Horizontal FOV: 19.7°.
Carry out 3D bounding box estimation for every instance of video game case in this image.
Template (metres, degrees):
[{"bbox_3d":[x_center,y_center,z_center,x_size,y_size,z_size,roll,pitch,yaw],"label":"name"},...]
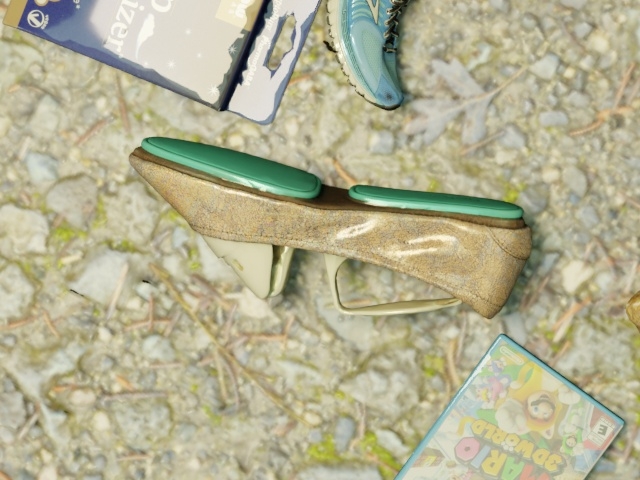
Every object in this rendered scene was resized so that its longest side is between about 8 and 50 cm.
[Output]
[{"bbox_3d":[0.141,0.173,1.438,0.119,0.015,0.166,36,97,3],"label":"video game case"}]

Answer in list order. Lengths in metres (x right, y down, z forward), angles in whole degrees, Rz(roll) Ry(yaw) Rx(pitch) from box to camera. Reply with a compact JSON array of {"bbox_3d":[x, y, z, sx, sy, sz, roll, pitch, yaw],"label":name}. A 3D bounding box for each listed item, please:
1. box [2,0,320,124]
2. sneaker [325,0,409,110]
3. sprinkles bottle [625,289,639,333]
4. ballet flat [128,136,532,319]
[{"bbox_3d":[-0.120,-0.191,1.437,0.225,0.036,0.136,22,95,4],"label":"box"},{"bbox_3d":[0.043,-0.179,1.400,0.073,0.063,0.162,-11,92,14],"label":"sneaker"},{"bbox_3d":[0.351,0.182,1.362,0.121,0.121,0.355,-24,90,7],"label":"sprinkles bottle"},{"bbox_3d":[0.000,0.000,1.402,0.316,0.107,0.106,12,102,7],"label":"ballet flat"}]
